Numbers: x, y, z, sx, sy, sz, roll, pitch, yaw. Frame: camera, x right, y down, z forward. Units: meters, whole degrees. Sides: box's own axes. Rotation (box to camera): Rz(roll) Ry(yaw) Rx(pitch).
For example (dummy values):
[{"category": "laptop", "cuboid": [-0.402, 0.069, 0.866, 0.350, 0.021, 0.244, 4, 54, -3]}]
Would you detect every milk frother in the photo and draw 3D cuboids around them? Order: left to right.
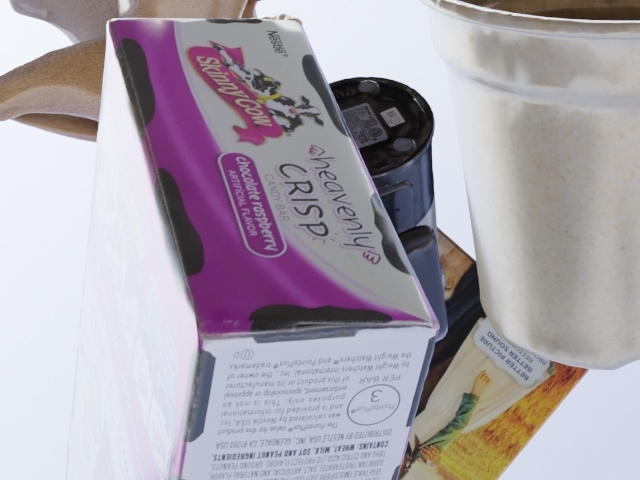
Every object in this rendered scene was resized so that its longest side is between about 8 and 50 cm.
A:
[{"category": "milk frother", "cuboid": [0.000, 0.000, 0.890, 0.143, 0.134, 0.129, -7, -134, 2]}]

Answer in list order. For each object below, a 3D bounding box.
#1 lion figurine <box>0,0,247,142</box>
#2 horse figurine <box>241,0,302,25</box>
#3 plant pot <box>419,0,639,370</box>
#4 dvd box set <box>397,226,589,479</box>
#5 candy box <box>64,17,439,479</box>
[{"category": "lion figurine", "cuboid": [-0.084, -0.180, 0.964, 0.392, 0.240, 0.142, -56, -167, 37]}, {"category": "horse figurine", "cuboid": [-0.060, -0.086, 1.202, 0.174, 0.066, 0.263, 35, -65, 61]}, {"category": "plant pot", "cuboid": [0.242, -0.074, 1.271, 0.334, 0.305, 0.334, -2, -158, 1]}, {"category": "dvd box set", "cuboid": [0.037, 0.187, 1.631, 0.420, 0.307, 0.062, -47, 178, -12]}, {"category": "candy box", "cuboid": [-0.036, 0.065, 0.522, 0.071, 0.233, 0.159, -1, -141, -18]}]
